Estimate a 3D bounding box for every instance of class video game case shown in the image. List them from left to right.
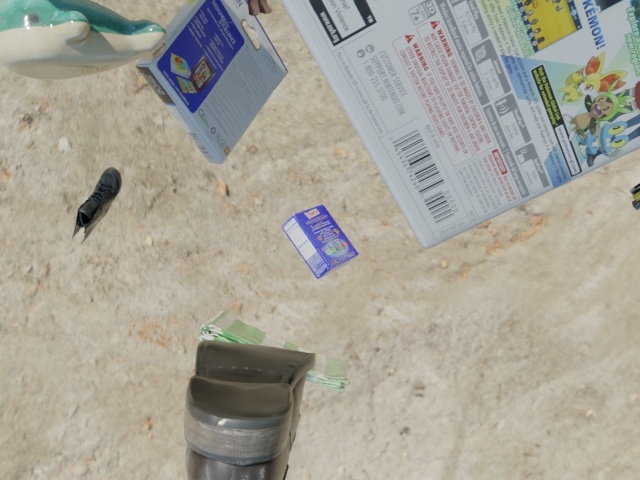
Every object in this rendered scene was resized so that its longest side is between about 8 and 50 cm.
[{"bbox_3d":[0.149,-0.176,0.550,0.299,0.036,0.329,-26,122,12],"label":"video game case"}]

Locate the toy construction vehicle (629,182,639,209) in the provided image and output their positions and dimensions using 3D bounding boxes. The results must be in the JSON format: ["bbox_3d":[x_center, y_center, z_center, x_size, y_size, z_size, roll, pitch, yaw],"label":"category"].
[{"bbox_3d":[0.449,-0.045,0.887,0.086,0.035,0.098,41,127,-14],"label":"toy construction vehicle"}]

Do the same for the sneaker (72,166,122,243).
[{"bbox_3d":[-0.499,-0.079,1.537,0.051,0.089,0.170,31,120,-1],"label":"sneaker"}]

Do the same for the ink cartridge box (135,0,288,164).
[{"bbox_3d":[-0.233,-0.387,1.564,0.307,0.072,0.304,-61,140,-25],"label":"ink cartridge box"}]

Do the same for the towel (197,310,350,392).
[{"bbox_3d":[-0.093,0.235,1.504,0.324,0.248,0.038,21,92,0],"label":"towel"}]

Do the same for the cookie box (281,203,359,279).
[{"bbox_3d":[0.000,0.000,1.139,0.040,0.091,0.107,-41,79,35],"label":"cookie box"}]

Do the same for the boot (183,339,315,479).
[{"bbox_3d":[-0.065,0.201,0.501,0.091,0.263,0.229,7,94,3],"label":"boot"}]

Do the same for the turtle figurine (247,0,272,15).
[{"bbox_3d":[-0.143,-0.550,1.242,0.198,0.266,0.275,42,127,8],"label":"turtle figurine"}]

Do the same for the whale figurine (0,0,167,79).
[{"bbox_3d":[-0.394,-0.349,1.138,0.271,0.216,0.141,-7,92,-13],"label":"whale figurine"}]
